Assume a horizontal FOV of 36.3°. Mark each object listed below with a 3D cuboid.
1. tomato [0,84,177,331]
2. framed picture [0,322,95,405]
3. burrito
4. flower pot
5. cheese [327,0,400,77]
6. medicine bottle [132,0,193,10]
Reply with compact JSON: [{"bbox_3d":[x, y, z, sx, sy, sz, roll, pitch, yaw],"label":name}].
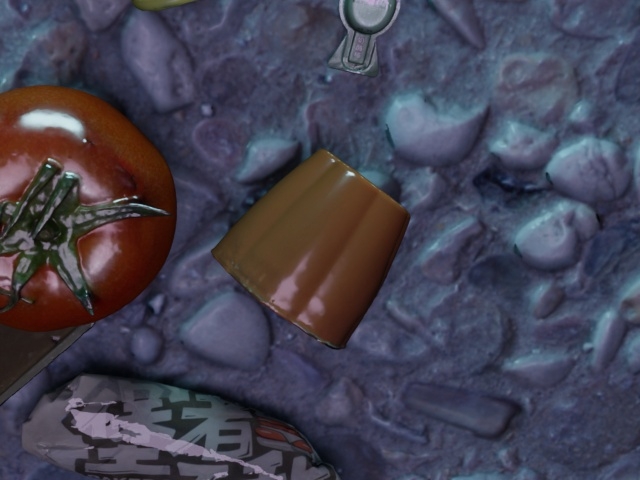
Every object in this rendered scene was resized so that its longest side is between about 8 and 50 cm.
[{"bbox_3d":[-0.278,-0.033,1.012,0.255,0.224,0.256,-3,109,-7],"label":"tomato"},{"bbox_3d":[-0.474,0.121,1.166,0.335,0.022,0.247,-41,111,11],"label":"framed picture"},{"bbox_3d":[-0.143,0.263,1.217,0.445,0.101,0.139,17,105,-10],"label":"burrito"},{"bbox_3d":[0.000,0.000,1.088,0.190,0.190,0.173,34,94,-17],"label":"flower pot"},{"bbox_3d":[0.049,-0.241,1.065,0.067,0.026,0.121,11,111,-10],"label":"cheese"},{"bbox_3d":[-0.164,-0.353,0.950,0.124,0.124,0.239,-17,112,2],"label":"medicine bottle"}]
